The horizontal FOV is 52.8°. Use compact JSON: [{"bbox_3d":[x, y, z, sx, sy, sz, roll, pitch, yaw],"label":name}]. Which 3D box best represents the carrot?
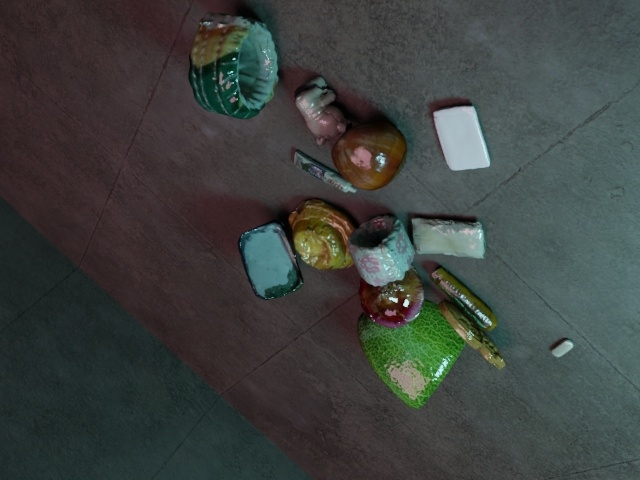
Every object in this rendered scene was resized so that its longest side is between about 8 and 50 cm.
[{"bbox_3d":[0.445,0.181,2.011,0.260,0.070,0.070,43,140,-1],"label":"carrot"}]

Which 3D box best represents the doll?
[{"bbox_3d":[0.002,-0.364,1.838,0.149,0.095,0.192,-27,104,46],"label":"doll"}]

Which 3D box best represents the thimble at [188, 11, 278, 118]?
[{"bbox_3d":[-0.241,-0.488,1.788,0.167,0.254,0.288,16,132,26],"label":"thimble"}]

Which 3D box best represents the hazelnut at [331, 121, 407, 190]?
[{"bbox_3d":[0.134,-0.235,1.774,0.214,0.176,0.214,-5,145,-4],"label":"hazelnut"}]

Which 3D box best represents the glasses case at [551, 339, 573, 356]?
[{"bbox_3d":[0.732,0.326,1.951,0.032,0.021,0.083,36,140,7],"label":"glasses case"}]

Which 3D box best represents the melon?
[{"bbox_3d":[0.283,0.336,2.183,0.343,0.226,0.331,32,100,9],"label":"melon"}]

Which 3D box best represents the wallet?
[{"bbox_3d":[0.369,-0.268,1.685,0.124,0.032,0.183,-2,123,39],"label":"wallet"}]

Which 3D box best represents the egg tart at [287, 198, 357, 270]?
[{"bbox_3d":[0.000,0.000,2.159,0.290,0.115,0.290,21,135,23],"label":"egg tart"}]

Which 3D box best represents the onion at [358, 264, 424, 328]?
[{"bbox_3d":[0.218,0.171,2.060,0.230,0.163,0.230,3,98,21],"label":"onion"}]

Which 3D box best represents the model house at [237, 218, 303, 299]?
[{"bbox_3d":[-0.177,0.083,2.293,0.291,0.184,0.253,122,125,-83],"label":"model house"}]

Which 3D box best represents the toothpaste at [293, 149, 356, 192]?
[{"bbox_3d":[0.013,-0.208,2.016,0.233,0.038,0.060,30,137,16],"label":"toothpaste"}]

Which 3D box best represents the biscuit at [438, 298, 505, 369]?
[{"bbox_3d":[0.475,0.289,2.008,0.289,0.202,0.044,42,103,-10],"label":"biscuit"}]

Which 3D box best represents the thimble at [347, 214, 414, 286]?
[{"bbox_3d":[0.187,0.032,1.963,0.185,0.211,0.149,-27,115,1],"label":"thimble"}]

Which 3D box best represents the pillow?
[{"bbox_3d":[0.376,-0.006,1.904,0.229,0.051,0.128,5,124,35],"label":"pillow"}]
